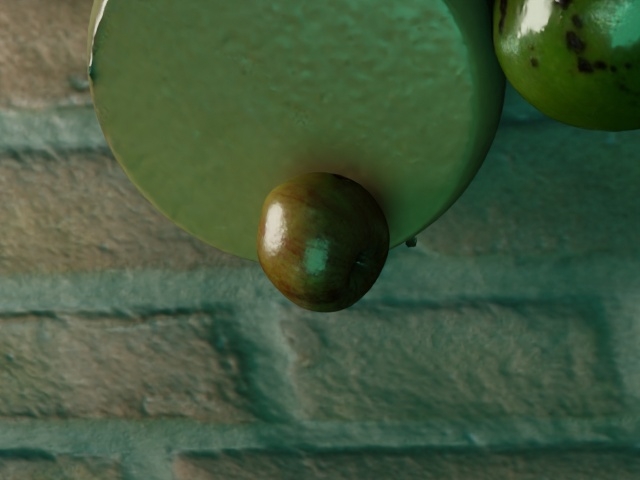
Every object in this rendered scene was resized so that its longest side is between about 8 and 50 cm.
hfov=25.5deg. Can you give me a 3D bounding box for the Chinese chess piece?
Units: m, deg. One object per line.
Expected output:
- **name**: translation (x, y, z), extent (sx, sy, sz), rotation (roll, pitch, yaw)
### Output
- **Chinese chess piece**: translation (-0.016, -0.110, 0.901), extent (0.273, 0.102, 0.273), rotation (5, 120, 10)

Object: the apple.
- **apple**: translation (0.000, 0.000, 0.857), extent (0.071, 0.084, 0.084), rotation (30, 130, 34)

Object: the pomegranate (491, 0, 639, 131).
- **pomegranate**: translation (0.169, -0.166, 0.815), extent (0.156, 0.156, 0.220), rotation (-13, 86, 20)
